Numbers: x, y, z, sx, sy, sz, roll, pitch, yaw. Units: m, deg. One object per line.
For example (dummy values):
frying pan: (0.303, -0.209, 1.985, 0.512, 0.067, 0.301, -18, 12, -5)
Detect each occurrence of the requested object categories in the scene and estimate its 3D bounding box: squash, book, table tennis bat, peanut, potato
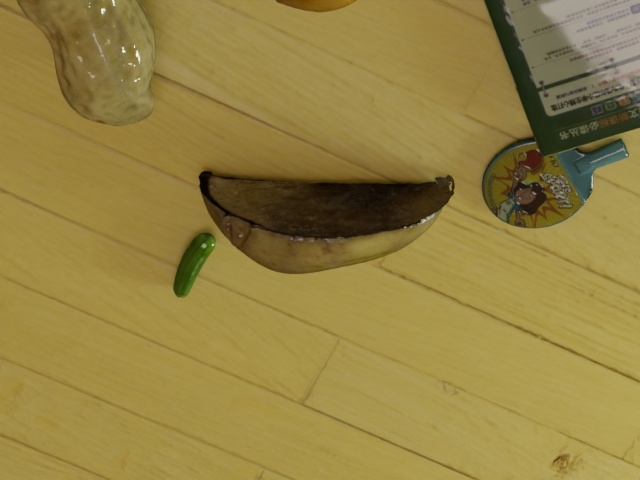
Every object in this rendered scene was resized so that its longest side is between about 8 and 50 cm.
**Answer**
squash: (-0.135, 0.026, 2.058, 0.027, 0.027, 0.089, 25, 121, -9)
book: (0.263, -0.224, 1.860, 0.202, 0.027, 0.264, -18, 114, 14)
table tennis bat: (0.237, -0.065, 1.970, 0.155, 0.019, 0.100, -21, 114, 20)
peanut: (-0.226, -0.222, 1.870, 0.123, 0.123, 0.257, -5, 124, 9)
potato: (0.002, 0.002, 1.981, 0.261, 0.120, 0.100, 3, 127, 5)

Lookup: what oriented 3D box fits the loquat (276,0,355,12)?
loquat: (-0.006, -0.280, 1.800, 0.141, 0.141, 0.141, 3, 121, 4)
